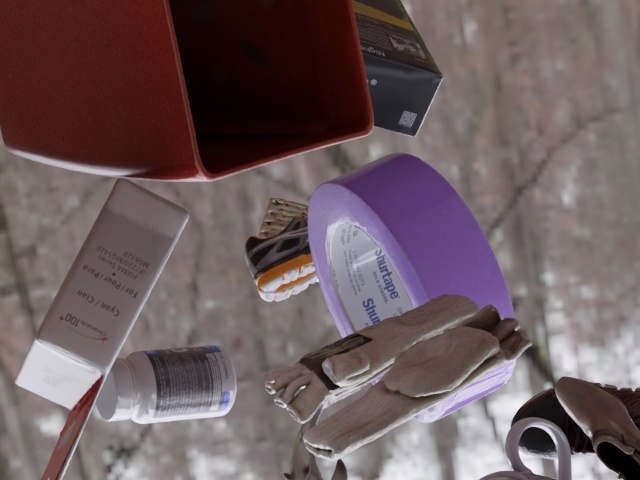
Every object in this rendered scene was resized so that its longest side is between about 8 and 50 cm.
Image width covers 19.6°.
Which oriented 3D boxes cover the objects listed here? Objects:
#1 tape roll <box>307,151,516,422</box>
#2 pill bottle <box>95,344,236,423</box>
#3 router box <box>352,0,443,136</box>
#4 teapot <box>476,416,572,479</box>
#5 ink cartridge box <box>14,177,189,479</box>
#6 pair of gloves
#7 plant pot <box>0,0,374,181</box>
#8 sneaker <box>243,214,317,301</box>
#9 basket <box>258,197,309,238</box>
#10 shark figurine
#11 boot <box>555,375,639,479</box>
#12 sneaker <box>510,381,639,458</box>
[{"bbox_3d":[0.093,0.050,1.949,0.090,0.274,0.275,-25,-161,-20],"label":"tape roll"},{"bbox_3d":[-0.166,0.153,1.964,0.137,0.078,0.078,-2,-170,-30],"label":"pill bottle"},{"bbox_3d":[-0.046,-0.234,1.972,0.309,0.081,0.243,14,-153,-20],"label":"router box"},{"bbox_3d":[0.244,0.389,2.429,0.252,0.187,0.256,-34,-156,11],"label":"teapot"},{"bbox_3d":[-0.202,0.105,1.453,0.066,0.261,0.296,27,165,-6],"label":"ink cartridge box"},{"bbox_3d":[0.060,0.103,1.571,0.204,0.042,0.240,-27,-167,-8],"label":"pair of gloves"},{"bbox_3d":[-0.142,-0.187,1.565,0.236,0.267,0.267,-6,-172,33],"label":"plant pot"},{"bbox_3d":[0.000,0.000,2.359,0.215,0.084,0.083,-21,-120,-27],"label":"sneaker"},{"bbox_3d":[-0.017,0.004,2.712,0.113,0.103,0.167,14,178,18],"label":"basket"},{"bbox_3d":[0.009,0.324,2.432,0.166,0.116,0.278,-25,-127,17],"label":"shark figurine"},{"bbox_3d":[0.247,0.166,1.600,0.118,0.042,0.087,36,-163,7],"label":"boot"},{"bbox_3d":[0.399,0.254,2.529,0.281,0.106,0.162,-10,-172,7],"label":"sneaker"}]
